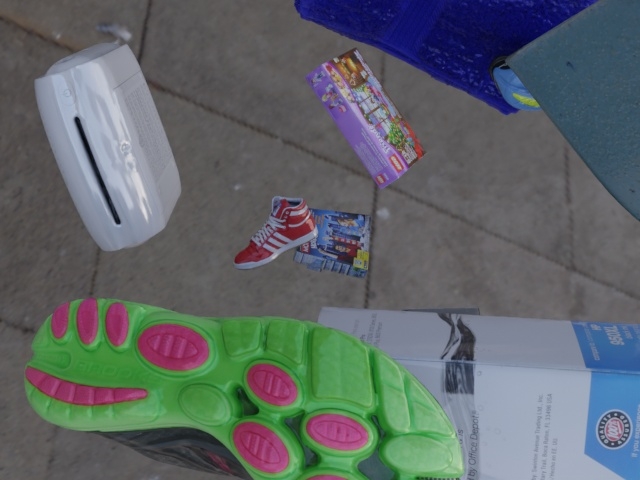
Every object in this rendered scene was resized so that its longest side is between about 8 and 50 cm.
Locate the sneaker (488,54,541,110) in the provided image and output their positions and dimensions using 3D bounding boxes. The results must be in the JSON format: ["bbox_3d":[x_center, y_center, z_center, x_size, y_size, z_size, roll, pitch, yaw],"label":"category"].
[{"bbox_3d":[0.263,-0.175,1.170,0.188,0.067,0.078,4,35,-33],"label":"sneaker"}]

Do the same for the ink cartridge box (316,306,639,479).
[{"bbox_3d":[0.178,0.241,1.231,0.394,0.166,0.286,3,107,6],"label":"ink cartridge box"}]

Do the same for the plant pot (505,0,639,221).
[{"bbox_3d":[0.342,-0.114,0.773,0.247,0.248,0.252,-33,94,-23],"label":"plant pot"}]

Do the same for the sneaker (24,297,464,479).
[{"bbox_3d":[-0.071,0.168,1.109,0.185,0.482,0.202,-71,157,-9],"label":"sneaker"}]

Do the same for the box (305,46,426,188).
[{"bbox_3d":[0.105,-0.273,2.342,0.293,0.057,0.201,55,32,-4],"label":"box"}]

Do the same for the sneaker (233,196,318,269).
[{"bbox_3d":[-0.063,-0.013,1.345,0.118,0.042,0.067,-28,125,-16],"label":"sneaker"}]

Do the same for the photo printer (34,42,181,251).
[{"bbox_3d":[-0.278,-0.129,1.424,0.107,0.307,0.256,-18,105,3],"label":"photo printer"}]

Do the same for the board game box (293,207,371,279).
[{"bbox_3d":[0.000,0.000,2.152,0.194,0.060,0.194,14,34,-4],"label":"board game box"}]

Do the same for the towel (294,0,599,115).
[{"bbox_3d":[0.138,-0.267,1.184,0.308,0.228,0.076,22,54,-7],"label":"towel"}]

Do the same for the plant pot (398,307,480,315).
[{"bbox_3d":[0.185,0.232,1.929,0.188,0.187,0.167,1,67,-36],"label":"plant pot"}]
